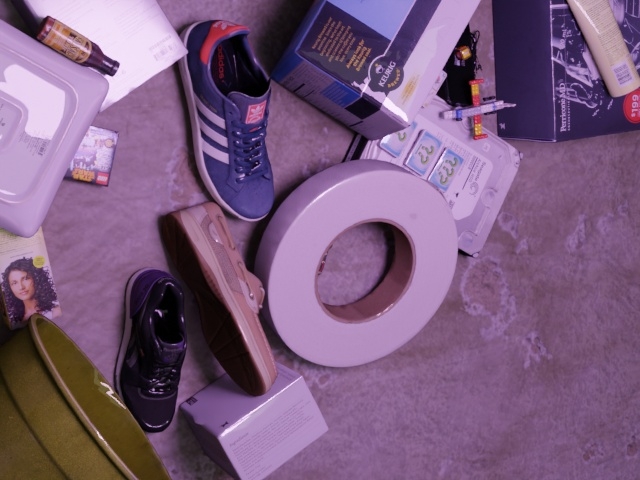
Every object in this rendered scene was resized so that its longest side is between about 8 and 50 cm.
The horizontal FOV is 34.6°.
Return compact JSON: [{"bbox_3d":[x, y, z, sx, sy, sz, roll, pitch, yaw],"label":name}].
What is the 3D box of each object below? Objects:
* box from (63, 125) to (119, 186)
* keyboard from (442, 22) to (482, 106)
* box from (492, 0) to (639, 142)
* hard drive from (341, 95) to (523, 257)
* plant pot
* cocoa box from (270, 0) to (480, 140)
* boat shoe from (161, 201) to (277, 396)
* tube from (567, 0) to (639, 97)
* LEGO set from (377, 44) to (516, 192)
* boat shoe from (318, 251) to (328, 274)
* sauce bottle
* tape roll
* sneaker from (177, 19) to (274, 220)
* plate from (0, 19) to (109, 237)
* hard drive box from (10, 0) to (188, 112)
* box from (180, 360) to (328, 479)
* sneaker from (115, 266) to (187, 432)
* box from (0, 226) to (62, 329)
[{"bbox_3d":[-0.399,-0.144,1.645,0.137,0.027,0.093,10,94,-29],"label":"box"},{"bbox_3d":[0.261,-0.344,1.960,0.100,0.038,0.191,1,81,-31],"label":"keyboard"},{"bbox_3d":[0.518,-0.379,2.021,0.313,0.179,0.343,-10,102,-26],"label":"box"},{"bbox_3d":[0.214,-0.139,1.959,0.339,0.064,0.236,29,84,-29],"label":"hard drive"},{"bbox_3d":[-0.461,0.357,1.529,0.353,0.366,0.366,-36,113,-6],"label":"plant pot"},{"bbox_3d":[0.107,-0.380,1.743,0.228,0.231,0.347,31,82,-11],"label":"cocoa box"},{"bbox_3d":[-0.144,0.092,1.721,0.110,0.122,0.341,-22,85,-36],"label":"boat shoe"},{"bbox_3d":[0.519,-0.383,1.891,0.240,0.062,0.070,61,27,-16],"label":"tube"},{"bbox_3d":[0.240,-0.229,1.885,0.182,0.060,0.244,33,87,-28],"label":"LEGO set"},{"bbox_3d":[-0.001,0.000,1.872,0.042,0.049,0.133,19,91,-35],"label":"boat shoe"},{"bbox_3d":[-0.360,-0.288,1.536,0.128,0.042,0.042,27,84,-27],"label":"sauce bottle"},{"bbox_3d":[0.069,0.043,1.849,0.392,0.072,0.391,-12,117,-24],"label":"tape roll"},{"bbox_3d":[-0.132,-0.194,1.702,0.131,0.148,0.349,-30,112,-36],"label":"sneaker"},{"bbox_3d":[-0.478,-0.176,1.493,0.278,0.045,0.277,28,84,-29],"label":"plate"},{"bbox_3d":[-0.350,-0.345,1.607,0.181,0.089,0.232,-38,113,-18],"label":"hard drive box"},{"bbox_3d":[-0.117,0.306,1.776,0.182,0.181,0.119,-33,113,-20],"label":"box"},{"bbox_3d":[-0.274,0.193,1.707,0.107,0.124,0.283,-5,100,-27],"label":"sneaker"},{"bbox_3d":[-0.476,0.017,1.610,0.087,0.058,0.232,-17,105,-26],"label":"box"}]
